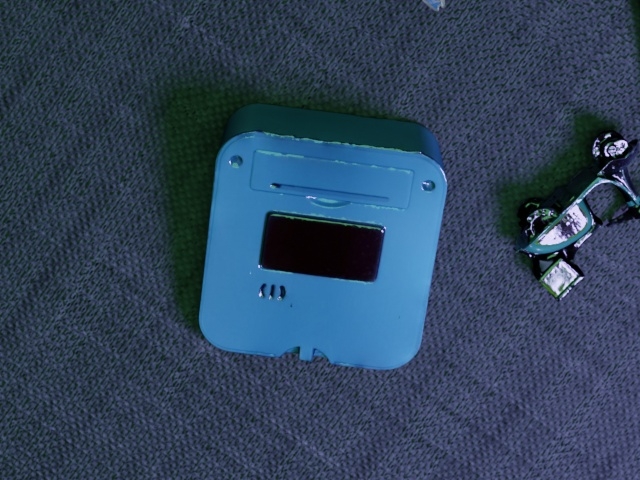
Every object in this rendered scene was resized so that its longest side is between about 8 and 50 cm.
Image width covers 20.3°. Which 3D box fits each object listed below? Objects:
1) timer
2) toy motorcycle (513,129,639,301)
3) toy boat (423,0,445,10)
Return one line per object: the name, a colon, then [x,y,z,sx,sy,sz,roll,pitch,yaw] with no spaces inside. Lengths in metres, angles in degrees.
timer: [0.000,0.000,1.814,0.232,0.091,0.250,8,111,-3]
toy motorcycle: [0.271,-0.030,1.810,0.100,0.058,0.173,43,98,-15]
toy boat: [0.115,-0.272,1.758,0.175,0.091,0.110,-8,128,4]
